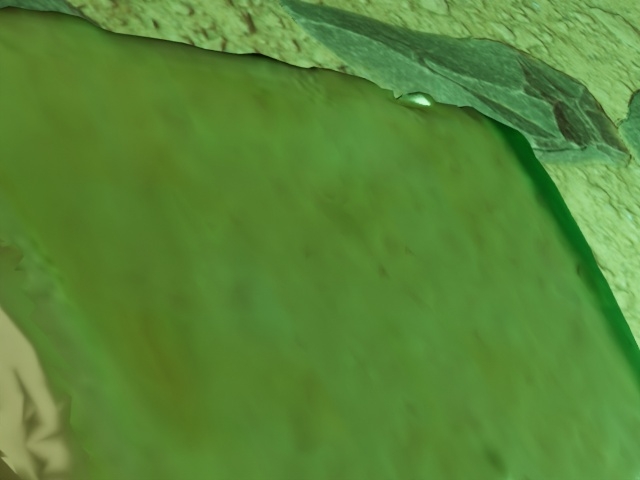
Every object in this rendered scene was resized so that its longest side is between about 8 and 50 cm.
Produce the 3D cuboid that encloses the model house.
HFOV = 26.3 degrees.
[{"bbox_3d":[-0.060,0.174,0.476,0.334,0.342,0.382,4,54,-51],"label":"model house"}]
